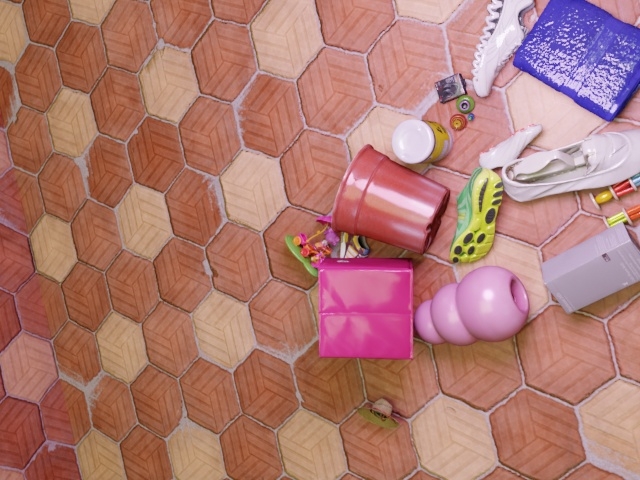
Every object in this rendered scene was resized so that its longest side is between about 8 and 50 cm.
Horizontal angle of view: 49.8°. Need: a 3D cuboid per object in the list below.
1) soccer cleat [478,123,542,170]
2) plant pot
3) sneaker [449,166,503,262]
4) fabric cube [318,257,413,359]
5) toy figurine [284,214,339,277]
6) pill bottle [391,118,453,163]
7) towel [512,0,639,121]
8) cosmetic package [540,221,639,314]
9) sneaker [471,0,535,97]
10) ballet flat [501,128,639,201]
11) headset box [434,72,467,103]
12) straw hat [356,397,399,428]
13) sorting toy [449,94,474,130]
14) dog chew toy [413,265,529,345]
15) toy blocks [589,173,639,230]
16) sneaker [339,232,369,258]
[{"bbox_3d":[0.521,-0.246,1.866,0.196,0.068,0.076,-32,86,34],"label":"soccer cleat"},{"bbox_3d":[0.208,-0.099,1.950,0.265,0.272,0.273,24,106,16],"label":"plant pot"},{"bbox_3d":[0.431,-0.067,1.918,0.109,0.123,0.296,8,119,-9],"label":"sneaker"},{"bbox_3d":[0.134,0.184,1.969,0.258,0.254,0.259,0,95,8],"label":"fabric cube"},{"bbox_3d":[0.000,0.000,2.139,0.159,0.130,0.173,-42,62,16],"label":"toy figurine"},{"bbox_3d":[0.287,-0.271,1.902,0.119,0.208,0.119,4,98,28],"label":"pill bottle"},{"bbox_3d":[0.675,-0.470,1.756,0.308,0.076,0.228,38,104,20],"label":"towel"},{"bbox_3d":[0.699,0.073,1.760,0.238,0.107,0.127,-35,109,25],"label":"cosmetic package"},{"bbox_3d":[0.481,-0.522,1.834,0.118,0.110,0.292,18,104,18],"label":"sneaker"},{"bbox_3d":[0.647,-0.197,1.749,0.400,0.139,0.139,-16,88,29],"label":"ballet flat"},{"bbox_3d":[0.371,-0.429,1.940,0.083,0.032,0.062,-17,87,30],"label":"headset box"},{"bbox_3d":[0.188,0.521,2.124,0.144,0.144,0.061,10,59,27],"label":"straw hat"},{"bbox_3d":[0.397,-0.350,1.921,0.061,0.042,0.102,21,116,9],"label":"sorting toy"},{"bbox_3d":[0.401,0.197,1.908,0.331,0.206,0.207,-24,84,37],"label":"dog chew toy"},{"bbox_3d":[0.779,-0.102,1.746,0.148,0.054,0.123,-31,80,27],"label":"toy blocks"},{"bbox_3d":[0.107,0.052,2.114,0.083,0.069,0.186,3,98,33],"label":"sneaker"}]
